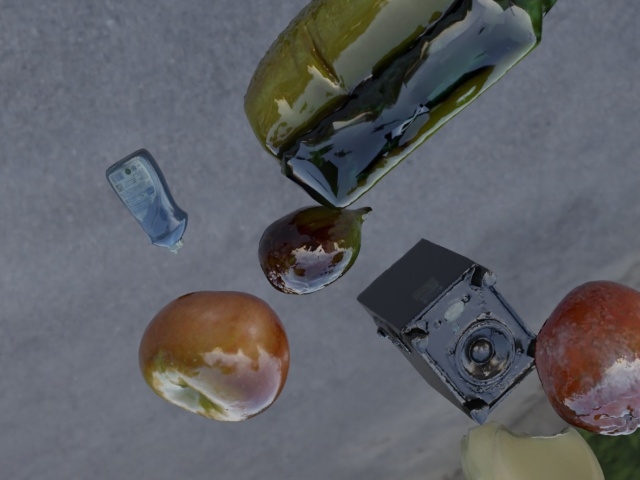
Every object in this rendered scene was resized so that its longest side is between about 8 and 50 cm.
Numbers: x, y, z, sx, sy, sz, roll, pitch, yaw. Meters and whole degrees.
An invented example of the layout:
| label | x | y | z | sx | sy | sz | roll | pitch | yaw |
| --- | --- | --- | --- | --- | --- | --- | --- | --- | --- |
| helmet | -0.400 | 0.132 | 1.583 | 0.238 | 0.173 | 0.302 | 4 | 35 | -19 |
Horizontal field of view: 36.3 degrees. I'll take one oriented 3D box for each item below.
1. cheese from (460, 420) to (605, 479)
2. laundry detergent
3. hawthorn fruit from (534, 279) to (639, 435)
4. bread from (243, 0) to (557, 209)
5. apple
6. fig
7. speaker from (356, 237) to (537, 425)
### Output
| label | x | y | z | sx | sy | sz | roll | pitch | yaw |
| --- | --- | --- | --- | --- | --- | --- | --- | --- | --- |
| cheese | 0.267 | 0.312 | 1.104 | 0.163 | 0.249 | 0.071 | -9 | 148 | -28 |
| laundry detergent | -0.314 | -0.065 | 1.829 | 0.096 | 0.206 | 0.061 | -28 | -165 | 5 |
| hawthorn fruit | 0.321 | 0.127 | 1.085 | 0.173 | 0.173 | 0.173 | -17 | 154 | -8 |
| bread | 0.076 | -0.212 | 1.105 | 0.376 | 0.208 | 0.251 | -44 | -173 | 21 |
| apple | -0.155 | 0.165 | 1.455 | 0.235 | 0.173 | 0.210 | 12 | 149 | 20 |
| fig | 0.000 | 0.000 | 1.171 | 0.154 | 0.109 | 0.103 | -38 | 129 | -29 |
| speaker | 0.222 | 0.153 | 1.646 | 0.184 | 0.232 | 0.254 | -43 | -161 | -6 |
